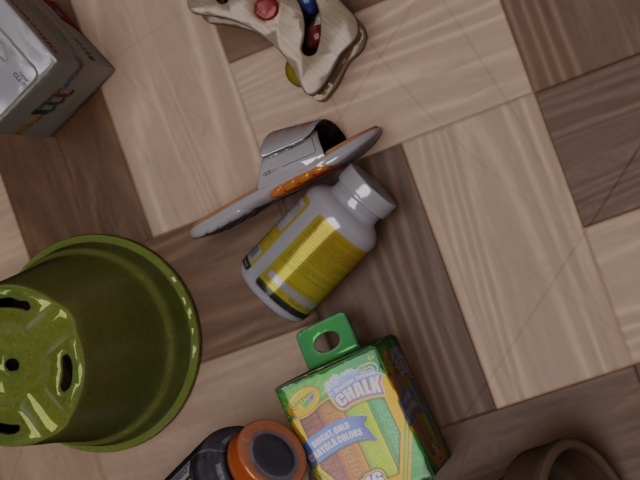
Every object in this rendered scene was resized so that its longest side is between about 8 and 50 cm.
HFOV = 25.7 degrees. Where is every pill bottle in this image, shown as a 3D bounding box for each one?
[{"bbox_3d":[0.000,0.000,1.641,0.103,0.103,0.184,46,102,8],"label":"pill bottle"},{"bbox_3d":[-0.111,0.298,1.615,0.130,0.130,0.245,50,133,7],"label":"pill bottle"}]

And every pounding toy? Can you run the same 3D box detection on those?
[{"bbox_3d":[-0.071,-0.285,1.621,0.154,0.155,0.269,-36,84,8],"label":"pounding toy"}]

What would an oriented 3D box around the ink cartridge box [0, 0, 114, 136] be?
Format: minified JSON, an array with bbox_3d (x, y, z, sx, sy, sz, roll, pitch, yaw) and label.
[{"bbox_3d":[-0.360,-0.212,1.685,0.127,0.176,0.128,-43,82,11],"label":"ink cartridge box"}]

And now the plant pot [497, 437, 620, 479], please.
[{"bbox_3d":[0.212,0.374,1.547,0.229,0.263,0.263,-24,86,31],"label":"plant pot"}]

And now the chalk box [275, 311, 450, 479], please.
[{"bbox_3d":[0.041,0.191,1.623,0.132,0.132,0.213,-27,86,13],"label":"chalk box"}]

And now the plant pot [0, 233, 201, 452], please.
[{"bbox_3d":[-0.309,0.133,1.645,0.276,0.254,0.276,0,92,13],"label":"plant pot"}]

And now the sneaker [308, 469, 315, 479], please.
[{"bbox_3d":[0.001,0.314,1.669,0.038,0.069,0.098,-12,89,14],"label":"sneaker"}]

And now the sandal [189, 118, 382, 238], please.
[{"bbox_3d":[-0.055,-0.087,1.653,0.265,0.102,0.076,-28,88,15],"label":"sandal"}]
